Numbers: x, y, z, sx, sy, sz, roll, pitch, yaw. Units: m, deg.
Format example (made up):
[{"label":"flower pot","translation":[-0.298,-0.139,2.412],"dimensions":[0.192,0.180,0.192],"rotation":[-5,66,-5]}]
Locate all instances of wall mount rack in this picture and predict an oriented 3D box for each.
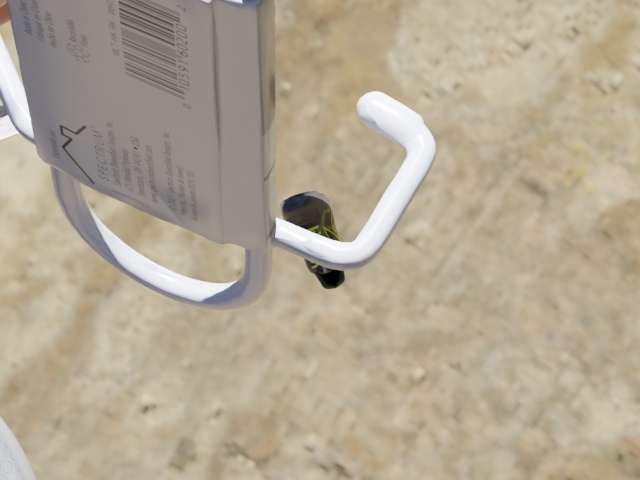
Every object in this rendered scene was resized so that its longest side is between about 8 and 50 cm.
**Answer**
[{"label":"wall mount rack","translation":[-0.093,-0.126,0.813],"dimensions":[0.304,0.350,0.130],"rotation":[24,61,13]}]

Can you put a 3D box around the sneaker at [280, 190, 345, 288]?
[{"label":"sneaker","translation":[0.000,0.000,1.201],"dimensions":[0.031,0.083,0.035],"rotation":[-21,53,10]}]

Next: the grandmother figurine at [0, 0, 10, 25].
[{"label":"grandmother figurine","translation":[-0.257,-0.123,1.121],"dimensions":[0.342,0.104,0.208],"rotation":[-35,46,5]}]

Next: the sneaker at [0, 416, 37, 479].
[{"label":"sneaker","translation":[-0.288,0.099,1.056],"dimensions":[0.147,0.295,0.105],"rotation":[-6,51,52]}]

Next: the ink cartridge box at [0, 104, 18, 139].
[{"label":"ink cartridge box","translation":[-0.278,-0.053,1.444],"dimensions":[0.224,0.056,0.181],"rotation":[-17,15,4]}]
